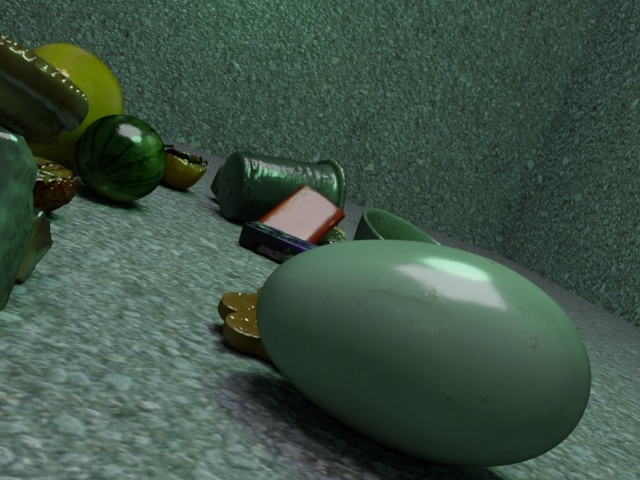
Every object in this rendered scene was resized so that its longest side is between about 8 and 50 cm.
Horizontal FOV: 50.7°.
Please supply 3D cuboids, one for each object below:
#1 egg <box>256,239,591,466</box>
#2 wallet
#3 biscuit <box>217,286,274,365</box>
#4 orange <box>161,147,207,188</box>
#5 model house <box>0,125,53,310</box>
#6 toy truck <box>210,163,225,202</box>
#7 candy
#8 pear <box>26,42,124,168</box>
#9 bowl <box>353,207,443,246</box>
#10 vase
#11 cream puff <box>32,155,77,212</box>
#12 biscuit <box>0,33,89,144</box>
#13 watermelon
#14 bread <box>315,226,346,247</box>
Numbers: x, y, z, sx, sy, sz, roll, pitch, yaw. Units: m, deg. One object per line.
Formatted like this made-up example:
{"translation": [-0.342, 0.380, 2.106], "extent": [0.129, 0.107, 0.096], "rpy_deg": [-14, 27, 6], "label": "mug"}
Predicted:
{"translation": [0.105, 0.115, 0.744], "extent": [0.371, 0.230, 0.230], "rpy_deg": [17, 8, 10], "label": "egg"}
{"translation": [-0.050, -0.045, 1.633], "extent": [0.142, 0.045, 0.204], "rpy_deg": [34, 47, 14], "label": "wallet"}
{"translation": [-0.004, 0.135, 0.934], "extent": [0.288, 0.044, 0.202], "rpy_deg": [10, 24, -27], "label": "biscuit"}
{"translation": [-0.403, -0.201, 1.913], "extent": [0.160, 0.112, 0.170], "rpy_deg": [9, -15, -2], "label": "orange"}
{"translation": [-0.423, -0.064, 0.779], "extent": [0.267, 0.194, 0.325], "rpy_deg": [20, 5, -2], "label": "model house"}
{"translation": [-0.186, -0.125, 1.983], "extent": [0.256, 0.108, 0.140], "rpy_deg": [20, 22, -26], "label": "toy truck"}
{"translation": [-0.032, 0.037, 1.467], "extent": [0.312, 0.061, 0.088], "rpy_deg": [23, 10, 20], "label": "candy"}
{"translation": [-0.595, -0.305, 1.513], "extent": [0.285, 0.285, 0.336], "rpy_deg": [23, -5, 12], "label": "pear"}
{"translation": [0.166, 0.077, 1.311], "extent": [0.289, 0.146, 0.289], "rpy_deg": [30, 17, -10], "label": "bowl"}
{"translation": [-0.111, -0.135, 1.809], "extent": [0.291, 0.245, 0.245], "rpy_deg": [10, 13, -30], "label": "vase"}
{"translation": [-0.486, -0.092, 1.127], "extent": [0.149, 0.084, 0.149], "rpy_deg": [17, 10, -3], "label": "cream puff"}
{"translation": [-0.371, -0.174, 0.692], "extent": [0.259, 0.079, 0.259], "rpy_deg": [23, -7, 3], "label": "biscuit"}
{"translation": [-0.421, -0.181, 1.449], "extent": [0.188, 0.188, 0.215], "rpy_deg": [21, 34, 3], "label": "watermelon"}
{"translation": [-0.001, -0.001, 1.727], "extent": [0.125, 0.082, 0.106], "rpy_deg": [6, 3, -21], "label": "bread"}
